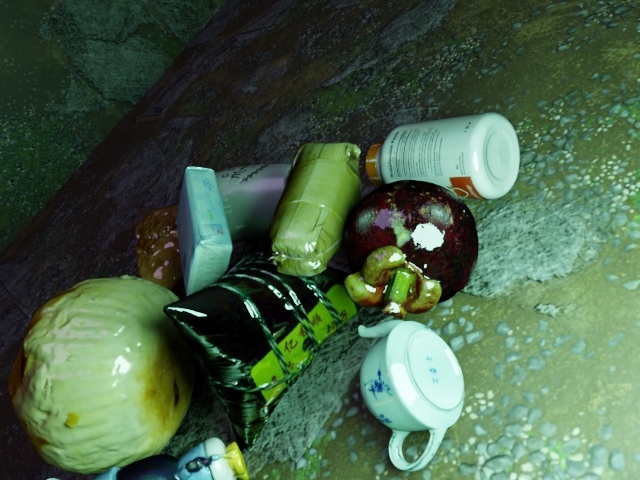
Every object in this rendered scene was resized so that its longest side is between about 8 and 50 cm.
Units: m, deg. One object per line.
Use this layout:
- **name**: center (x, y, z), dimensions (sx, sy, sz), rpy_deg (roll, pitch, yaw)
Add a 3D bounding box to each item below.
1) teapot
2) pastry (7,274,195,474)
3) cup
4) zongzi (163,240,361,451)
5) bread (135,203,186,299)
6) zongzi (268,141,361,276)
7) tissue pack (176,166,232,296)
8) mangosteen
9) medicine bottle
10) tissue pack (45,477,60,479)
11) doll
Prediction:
- **teapot**: center (0.120, 0.218, 0.882), dimensions (0.158, 0.159, 0.232), rpy_deg (-26, 60, 24)
- **pastry**: center (-0.432, 0.257, 1.176), dimensions (0.312, 0.389, 0.389), rpy_deg (-2, 46, 10)
- **cup**: center (-0.131, -0.113, 1.490), dimensions (0.233, 0.187, 0.258), rpy_deg (-10, 18, 28)
- **zongzi**: center (-0.126, 0.124, 1.047), dimensions (0.318, 0.362, 0.384), rpy_deg (9, 56, 29)
- **bread**: center (-0.350, 0.032, 1.522), dimensions (0.178, 0.194, 0.340), rpy_deg (-34, 36, 4)
- **zongzi**: center (0.000, 0.000, 1.125), dimensions (0.145, 0.300, 0.274), rpy_deg (9, 53, 14)
- **tissue pack**: center (-0.256, -0.015, 1.292), dimensions (0.263, 0.089, 0.177), rpy_deg (-110, 32, -46)
- **mangosteen**: center (0.142, 0.025, 0.971), dimensions (0.228, 0.228, 0.265), rpy_deg (-17, 29, 34)
- **medicine bottle**: center (0.224, -0.156, 1.159), dimensions (0.288, 0.157, 0.157), rpy_deg (3, 55, 48)
- **tissue pack**: center (-0.481, 0.661, 0.953), dimensions (0.331, 0.205, 0.405), rpy_deg (-42, 35, -5)
- **doll**: center (-0.276, 0.428, 0.983), dimensions (0.313, 0.177, 0.141), rpy_deg (-20, 57, -10)
